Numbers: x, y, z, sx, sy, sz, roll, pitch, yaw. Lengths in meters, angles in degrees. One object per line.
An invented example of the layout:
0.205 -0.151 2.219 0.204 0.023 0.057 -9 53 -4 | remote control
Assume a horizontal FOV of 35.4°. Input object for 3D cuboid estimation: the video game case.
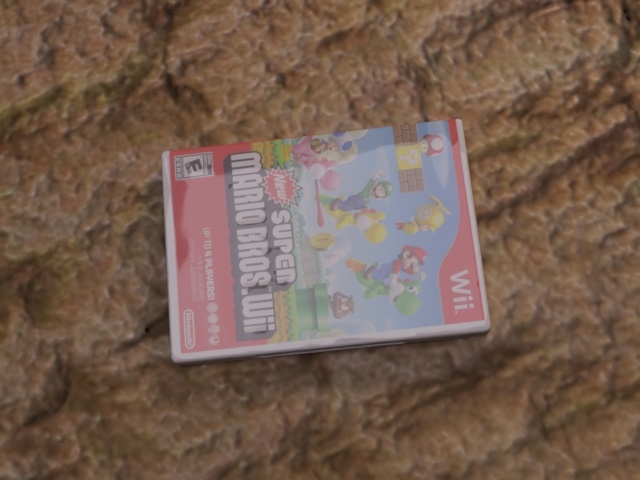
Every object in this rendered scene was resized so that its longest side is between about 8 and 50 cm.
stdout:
0.000 0.000 0.920 0.285 0.025 0.204 -6 74 2 | video game case
